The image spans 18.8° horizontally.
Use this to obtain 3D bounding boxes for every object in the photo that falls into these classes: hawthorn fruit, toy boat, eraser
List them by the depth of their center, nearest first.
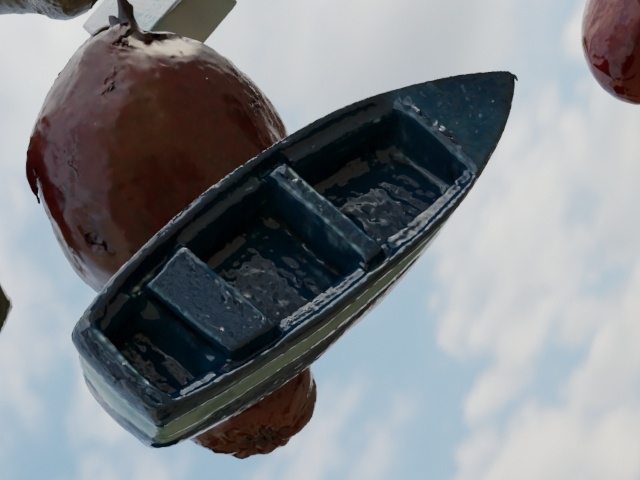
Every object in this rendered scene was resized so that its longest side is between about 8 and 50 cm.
[{"bbox_3d":[0.000,0.000,1.014,0.299,0.096,0.062,-37,-25,-28],"label":"toy boat"},{"bbox_3d":[-0.047,0.080,1.129,0.093,0.093,0.093,-38,-43,-49],"label":"hawthorn fruit"},{"bbox_3d":[-0.113,-0.071,1.308,0.181,0.181,0.235,-31,-71,-53],"label":"hawthorn fruit"},{"bbox_3d":[-0.159,-0.220,1.886,0.052,0.225,0.095,42,-97,-23],"label":"eraser"}]

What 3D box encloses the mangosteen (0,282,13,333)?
[{"bbox_3d":[-0.389,0.006,1.385,0.311,0.311,0.311,-38,-43,-49],"label":"mangosteen"}]

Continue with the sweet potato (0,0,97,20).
[{"bbox_3d":[-0.277,-0.241,1.757,0.124,0.310,0.098,-35,-67,-47],"label":"sweet potato"}]

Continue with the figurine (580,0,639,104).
[{"bbox_3d":[0.300,-0.262,1.366,0.269,0.211,0.261,-10,-49,-11],"label":"figurine"}]
